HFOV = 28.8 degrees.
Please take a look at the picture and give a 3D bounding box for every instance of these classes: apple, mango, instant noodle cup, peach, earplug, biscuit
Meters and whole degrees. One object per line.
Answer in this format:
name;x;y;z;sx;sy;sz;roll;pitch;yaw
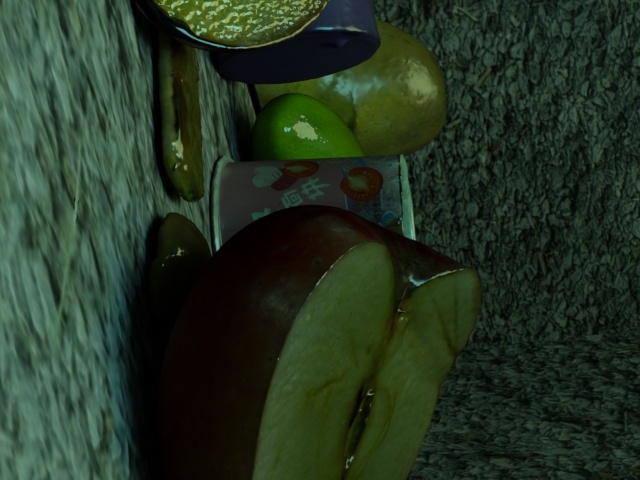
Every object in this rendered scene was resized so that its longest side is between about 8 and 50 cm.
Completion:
apple;0.002;0.150;1.161;0.295;0.329;0.364;-139;-117;-69
mango;-0.019;-0.096;1.790;0.343;0.156;0.192;55;42;-62
instant noodle cup;0.000;0.000;1.557;0.243;0.231;0.242;-7;90;-82
peach;-0.088;-0.285;1.310;0.068;0.279;0.189;-16;-93;55
earplug;-0.063;-0.447;1.640;0.215;0.215;0.455;40;40;-80
biscuit;-0.150;-0.158;1.323;0.118;0.029;0.247;73;11;-67

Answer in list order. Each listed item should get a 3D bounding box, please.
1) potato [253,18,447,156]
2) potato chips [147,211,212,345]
potato;0.047;-0.286;1.970;0.290;0.296;0.397;-91;173;-47
potato chips;-0.127;0.051;1.245;0.201;0.049;0.150;83;9;-57
